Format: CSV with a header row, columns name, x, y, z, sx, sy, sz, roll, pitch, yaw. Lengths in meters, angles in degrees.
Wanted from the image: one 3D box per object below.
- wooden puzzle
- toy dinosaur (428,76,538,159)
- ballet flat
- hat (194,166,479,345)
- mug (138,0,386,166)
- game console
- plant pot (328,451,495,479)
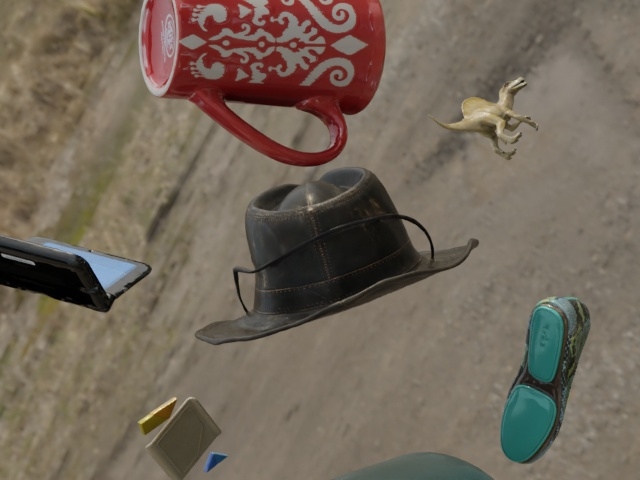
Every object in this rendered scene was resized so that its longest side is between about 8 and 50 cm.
name,x,y,z,sx,sy,sz,roll,pitch,yaw
wooden puzzle,-0.142,0.204,1.375,0.078,0.116,0.014,-42,40,-23
toy dinosaur,0.208,-0.144,1.658,0.183,0.092,0.053,-30,-25,-40
ballet flat,0.230,0.139,1.335,0.070,0.070,0.188,-106,25,-59
hat,0.000,0.000,1.347,0.331,0.134,0.331,-20,2,1
mug,-0.043,-0.143,1.039,0.113,0.169,0.150,-65,37,41
game console,-0.214,0.008,1.078,0.107,0.122,0.071,72,-145,-54
plant pot,0.046,0.367,1.328,0.293,0.235,0.293,-2,87,41
